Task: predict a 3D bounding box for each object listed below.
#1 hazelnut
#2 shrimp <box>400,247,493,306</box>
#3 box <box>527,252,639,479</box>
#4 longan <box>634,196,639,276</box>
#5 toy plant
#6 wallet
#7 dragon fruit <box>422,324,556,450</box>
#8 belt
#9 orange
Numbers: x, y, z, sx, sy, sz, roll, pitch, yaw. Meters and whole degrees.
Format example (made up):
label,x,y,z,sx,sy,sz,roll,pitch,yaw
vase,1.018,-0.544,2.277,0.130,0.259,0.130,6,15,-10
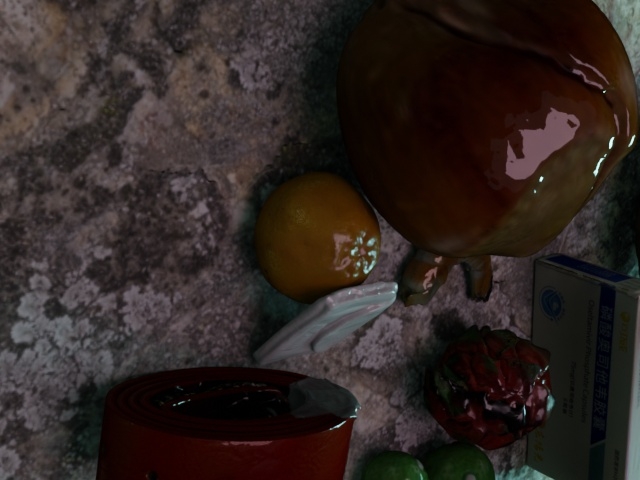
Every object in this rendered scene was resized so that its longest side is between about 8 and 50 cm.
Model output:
label,x,y,z,sx,sy,sz,roll,pitch,yaw
hazelnut,0.187,-0.155,1.448,0.372,0.315,0.372,4,78,-22
shrimp,0.177,0.057,1.674,0.161,0.049,0.166,-52,137,-18
box,0.399,0.207,1.799,0.065,0.200,0.343,-13,111,-34
longan,0.677,-0.010,1.845,0.404,0.404,0.436,9,120,-41
toy plant,0.150,0.386,1.676,0.218,0.175,0.235,15,67,-36
wallet,0.008,0.101,1.468,0.124,0.183,0.032,-7,68,-40
dragon fruit,0.237,0.200,1.682,0.188,0.182,0.182,-41,126,-22
belt,-0.092,0.228,1.371,0.323,0.227,0.115,-1,106,-39
orange,0.000,0.000,1.440,0.159,0.136,0.159,-16,116,-36
